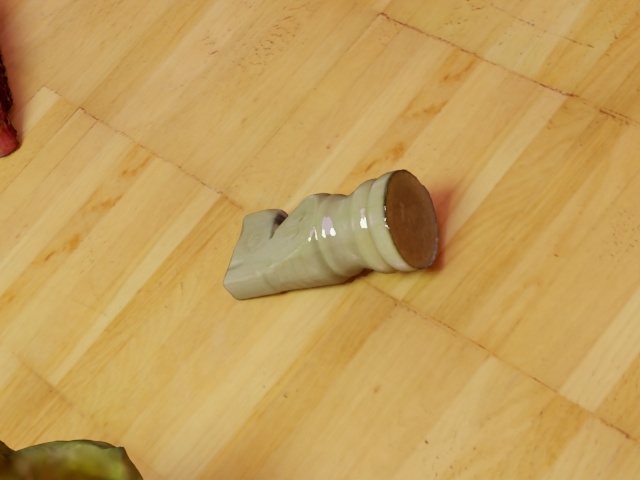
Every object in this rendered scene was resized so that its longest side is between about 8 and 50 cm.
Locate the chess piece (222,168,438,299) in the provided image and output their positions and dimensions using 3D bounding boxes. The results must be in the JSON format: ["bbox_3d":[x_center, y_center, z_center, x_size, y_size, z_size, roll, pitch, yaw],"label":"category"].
[{"bbox_3d":[0.000,0.000,1.334,0.200,0.090,0.090,-13,52,33],"label":"chess piece"}]

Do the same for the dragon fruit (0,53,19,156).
[{"bbox_3d":[-0.460,-0.185,1.658,0.211,0.134,0.262,-32,49,8],"label":"dragon fruit"}]

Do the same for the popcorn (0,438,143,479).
[{"bbox_3d":[-0.297,0.255,1.058,0.274,0.279,0.335,-40,33,34],"label":"popcorn"}]
